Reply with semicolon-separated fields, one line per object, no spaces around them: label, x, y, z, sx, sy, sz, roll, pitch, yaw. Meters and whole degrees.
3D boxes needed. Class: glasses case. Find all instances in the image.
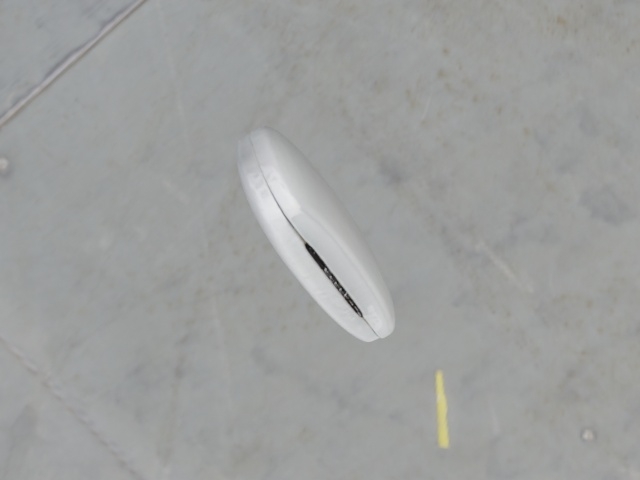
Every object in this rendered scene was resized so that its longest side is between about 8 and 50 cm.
glasses case;0.000;0.000;0.975;0.059;0.092;0.233;-29;140;8
